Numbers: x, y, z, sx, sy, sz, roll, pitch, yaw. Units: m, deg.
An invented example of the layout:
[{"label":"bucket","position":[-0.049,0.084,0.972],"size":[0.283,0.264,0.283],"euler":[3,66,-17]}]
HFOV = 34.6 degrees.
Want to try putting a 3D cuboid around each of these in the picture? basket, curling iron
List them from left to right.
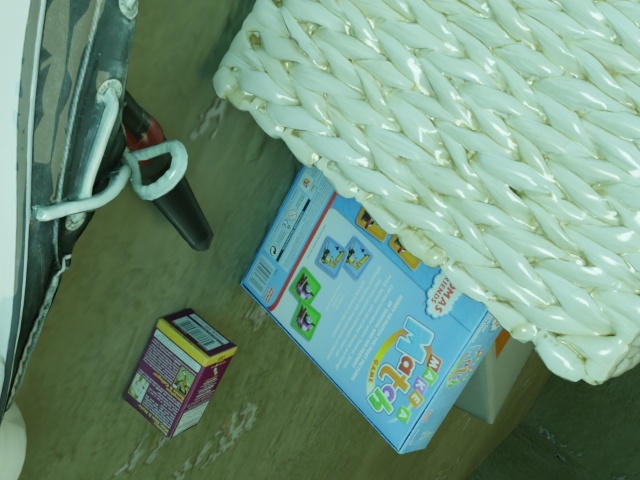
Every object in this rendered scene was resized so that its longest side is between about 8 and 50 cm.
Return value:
[{"label":"curling iron","position":[-0.114,-0.047,0.582],"size":[0.068,0.035,0.274],"euler":[-47,159,-4]},{"label":"basket","position":[0.167,-0.115,0.683],"size":[0.266,0.328,0.331],"euler":[-55,161,17]}]

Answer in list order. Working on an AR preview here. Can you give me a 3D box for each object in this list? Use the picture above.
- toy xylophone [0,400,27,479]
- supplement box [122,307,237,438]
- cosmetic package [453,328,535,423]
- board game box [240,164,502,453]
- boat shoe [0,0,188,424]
[{"label":"toy xylophone","position":[-0.281,0.171,0.502],"size":[0.322,0.081,0.236],"euler":[-49,160,-11]},{"label":"supplement box","position":[-0.111,0.104,0.808],"size":[0.043,0.055,0.083],"euler":[-17,140,-59]},{"label":"cosmetic package","position":[0.160,0.025,1.077],"size":[0.230,0.162,0.453],"euler":[-59,162,-11]},{"label":"board game box","position":[0.040,0.033,0.795],"size":[0.039,0.211,0.160],"euler":[4,122,-47]},{"label":"boat shoe","position":[-0.120,-0.043,0.417],"size":[0.105,0.113,0.306],"euler":[-7,115,-40]}]
